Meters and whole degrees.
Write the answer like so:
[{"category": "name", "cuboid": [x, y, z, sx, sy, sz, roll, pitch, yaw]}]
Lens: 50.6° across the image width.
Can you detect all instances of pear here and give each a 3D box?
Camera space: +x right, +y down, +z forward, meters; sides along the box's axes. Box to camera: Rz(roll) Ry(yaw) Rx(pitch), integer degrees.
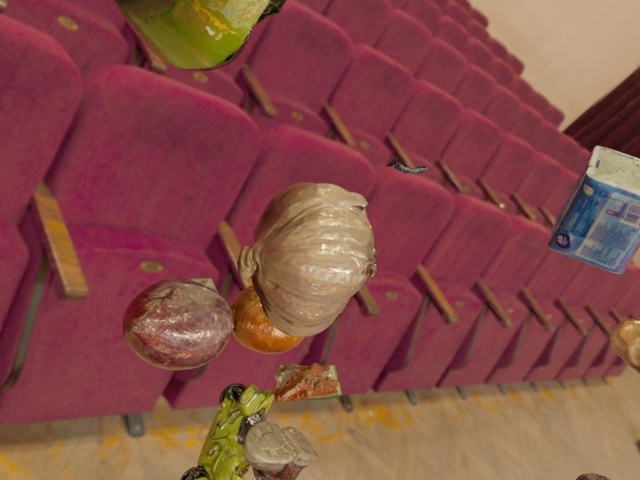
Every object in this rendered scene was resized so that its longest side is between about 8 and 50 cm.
[{"category": "pear", "cuboid": [-0.253, -0.527, 1.273, 0.398, 0.399, 0.165, 53, 24, 17]}]

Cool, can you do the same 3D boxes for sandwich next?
[{"category": "sandwich", "cuboid": [-0.036, 0.374, 1.810, 0.160, 0.185, 0.109, 98, -12, -73]}]

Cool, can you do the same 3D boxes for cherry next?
[{"category": "cherry", "cuboid": [-0.333, 0.193, 1.564, 0.230, 0.203, 0.300, 34, 16, 25]}]

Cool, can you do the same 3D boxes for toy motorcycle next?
[{"category": "toy motorcycle", "cuboid": [-0.224, 0.543, 1.796, 0.206, 0.142, 0.342, 19, 62, 9]}]

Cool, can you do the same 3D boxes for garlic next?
[{"category": "garlic", "cuboid": [0.615, 0.208, 1.107, 0.228, 0.110, 0.217, -2, 20, -28]}, {"category": "garlic", "cuboid": [-0.029, 0.032, 1.361, 0.241, 0.322, 0.322, 35, 26, -16]}]

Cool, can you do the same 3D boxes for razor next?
[{"category": "razor", "cuboid": [0.240, -0.193, 1.820, 0.155, 0.044, 0.028, 4, 62, -44]}]

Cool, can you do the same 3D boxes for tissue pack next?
[{"category": "tissue pack", "cuboid": [0.707, -0.073, 1.664, 0.198, 0.263, 0.146, 22, 51, 12]}]

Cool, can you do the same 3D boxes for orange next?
[{"category": "orange", "cuboid": [-0.150, 0.217, 1.932, 0.240, 0.171, 0.240, 8, 19, -3]}]

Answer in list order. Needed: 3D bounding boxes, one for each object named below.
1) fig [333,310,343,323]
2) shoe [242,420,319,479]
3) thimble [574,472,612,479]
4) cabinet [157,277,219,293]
[{"category": "fig", "cuboid": [0.022, 0.191, 1.952, 0.098, 0.082, 0.084, 53, -14, 52]}, {"category": "shoe", "cuboid": [-0.101, 0.430, 1.323, 0.099, 0.125, 0.227, 50, 10, 33]}, {"category": "thimble", "cuboid": [0.577, 0.533, 1.401, 0.104, 0.095, 0.066, 47, -7, 8]}, {"category": "cabinet", "cuboid": [-0.401, 0.208, 1.945, 0.145, 0.206, 0.150, -60, 137, -46]}]
